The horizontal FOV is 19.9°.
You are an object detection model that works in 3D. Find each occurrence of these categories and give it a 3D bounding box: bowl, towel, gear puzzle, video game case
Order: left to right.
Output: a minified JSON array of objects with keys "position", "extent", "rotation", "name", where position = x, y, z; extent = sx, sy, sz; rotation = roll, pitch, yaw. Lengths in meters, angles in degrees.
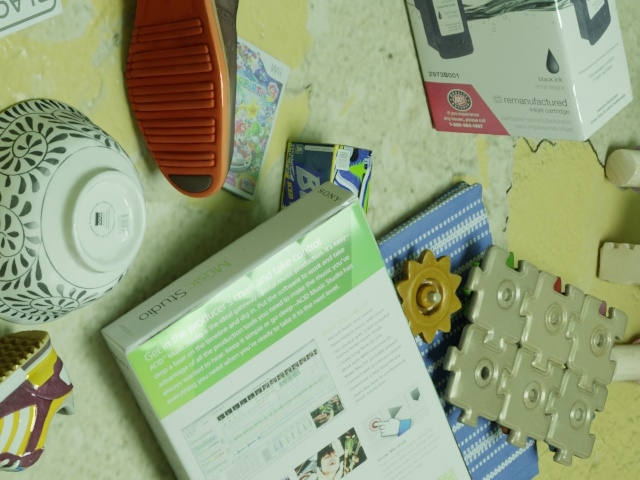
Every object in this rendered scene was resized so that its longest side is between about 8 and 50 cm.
[{"position":[-0.182,-0.017,1.346],"extent":[0.170,0.080,0.170],"rotation":[-11,104,-49],"name":"bowl"},{"position":[-0.069,-0.103,1.523],"extent":[0.087,0.011,0.122],"rotation":[26,75,-49],"name":"video game case"},{"position":[0.108,0.137,1.761],"extent":[0.243,0.040,0.336],"rotation":[-33,118,-41],"name":"towel"},{"position":[0.172,0.101,1.773],"extent":[0.339,0.044,0.175],"rotation":[26,77,-43],"name":"gear puzzle"}]

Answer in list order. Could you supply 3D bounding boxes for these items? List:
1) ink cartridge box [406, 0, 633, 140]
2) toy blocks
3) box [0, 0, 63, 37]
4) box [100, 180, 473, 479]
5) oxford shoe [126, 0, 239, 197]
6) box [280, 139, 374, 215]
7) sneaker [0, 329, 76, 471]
[{"position":[0.173,-0.221,1.671],"extent":[0.100,0.172,0.237],"rotation":[-38,123,-41],"name":"ink cartridge box"},{"position":[0.483,0.021,1.996],"extent":[0.260,0.289,0.309],"rotation":[1,92,-44],"name":"toy blocks"},{"position":[-0.282,-0.261,1.183],"extent":[0.169,0.087,0.290],"rotation":[-30,118,-44],"name":"box"},{"position":[-0.019,0.141,1.526],"extent":[0.232,0.058,0.322],"rotation":[-34,124,-18],"name":"box"},{"position":[-0.091,-0.170,1.425],"extent":[0.098,0.097,0.271],"rotation":[-21,111,-53],"name":"oxford shoe"},{"position":[0.000,0.000,1.583],"extent":[0.054,0.059,0.169],"rotation":[7,90,-49],"name":"box"},{"position":[-0.243,0.145,1.304],"extent":[0.185,0.070,0.084],"rotation":[-43,121,-37],"name":"sneaker"}]
